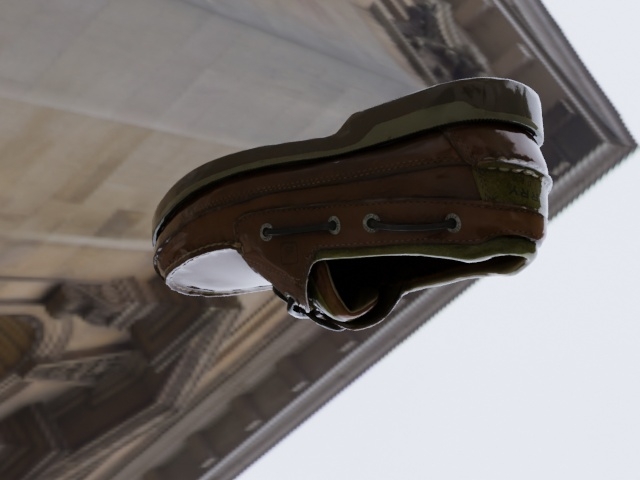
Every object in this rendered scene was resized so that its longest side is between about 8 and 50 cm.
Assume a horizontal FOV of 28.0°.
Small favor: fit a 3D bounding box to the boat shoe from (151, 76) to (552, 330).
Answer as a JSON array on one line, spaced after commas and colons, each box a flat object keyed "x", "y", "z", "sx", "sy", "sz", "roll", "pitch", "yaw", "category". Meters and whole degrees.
[{"x": 0.000, "y": 0.000, "z": 0.774, "sx": 0.307, "sy": 0.110, "sz": 0.104, "roll": -22, "pitch": -115, "yaw": 44, "category": "boat shoe"}]
